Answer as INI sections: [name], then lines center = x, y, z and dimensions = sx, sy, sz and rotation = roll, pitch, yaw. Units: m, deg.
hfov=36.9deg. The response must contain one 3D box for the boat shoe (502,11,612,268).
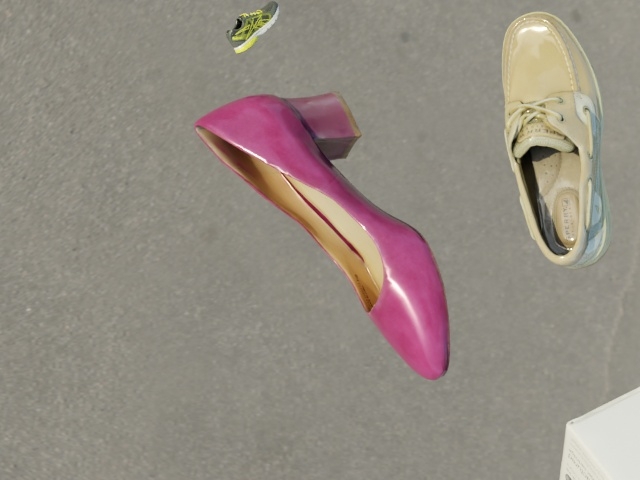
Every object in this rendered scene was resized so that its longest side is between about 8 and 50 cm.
[boat shoe]
center = 0.258, -0.118, 1.077
dimensions = 0.098, 0.109, 0.302
rotation = 6, 75, -61

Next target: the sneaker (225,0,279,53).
[sneaker]
center = -0.083, -0.268, 1.179
dimensions = 0.035, 0.031, 0.083
rotation = 47, 70, -29

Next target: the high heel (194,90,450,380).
[high heel]
center = 0.000, 0.000, 1.054
dimensions = 0.181, 0.127, 0.377
rotation = -14, 61, -25

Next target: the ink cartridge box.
[ink cartridge box]
center = 0.359, 0.323, 1.042
dimensions = 0.115, 0.198, 0.273
rotation = -23, 136, -13
